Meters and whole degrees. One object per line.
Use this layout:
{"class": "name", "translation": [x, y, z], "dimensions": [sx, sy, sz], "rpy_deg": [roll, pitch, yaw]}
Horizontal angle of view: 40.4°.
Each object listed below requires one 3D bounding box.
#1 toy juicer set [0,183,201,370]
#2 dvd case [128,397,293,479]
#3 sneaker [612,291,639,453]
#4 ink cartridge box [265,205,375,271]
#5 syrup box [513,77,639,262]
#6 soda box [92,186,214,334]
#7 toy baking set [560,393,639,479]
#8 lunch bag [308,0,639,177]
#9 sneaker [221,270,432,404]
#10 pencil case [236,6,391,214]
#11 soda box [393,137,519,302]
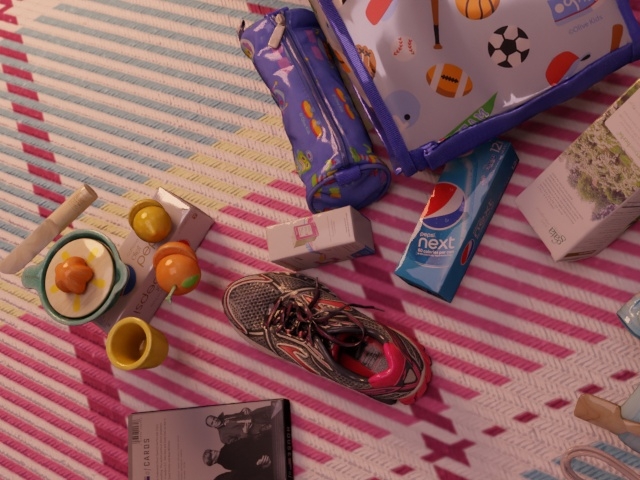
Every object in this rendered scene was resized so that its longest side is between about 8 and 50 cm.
{"class": "toy juicer set", "translation": [-0.308, 0.019, 1.192], "dimensions": [0.329, 0.089, 0.209], "rpy_deg": [29, 88, 26]}
{"class": "dvd case", "translation": [-0.151, 0.312, 1.164], "dimensions": [0.238, 0.029, 0.179], "rpy_deg": [-9, 73, 20]}
{"class": "sneaker", "translation": [0.410, 0.065, 0.947], "dimensions": [0.150, 0.135, 0.366], "rpy_deg": [18, 83, 20]}
{"class": "ink cartridge box", "translation": [0.000, 0.000, 1.156], "dimensions": [0.122, 0.088, 0.052], "rpy_deg": [-12, 74, 19]}
{"class": "syrup box", "translation": [0.342, -0.083, 0.984], "dimensions": [0.237, 0.096, 0.093], "rpy_deg": [-50, 59, 38]}
{"class": "soda box", "translation": [-0.249, 0.035, 1.255], "dimensions": [0.069, 0.074, 0.216], "rpy_deg": [33, 90, 26]}
{"class": "toy baking set", "translation": [0.359, 0.280, 0.906], "dimensions": [0.196, 0.030, 0.256], "rpy_deg": [-12, 97, 31]}
{"class": "lunch bag", "translation": [0.162, -0.300, 1.080], "dimensions": [0.328, 0.239, 0.385], "rpy_deg": [-28, 67, 5]}
{"class": "sneaker", "translation": [-0.001, 0.110, 1.114], "dimensions": [0.299, 0.112, 0.121], "rpy_deg": [19, 83, 26]}
{"class": "pencil case", "translation": [-0.011, -0.184, 1.188], "dimensions": [0.119, 0.133, 0.306], "rpy_deg": [-22, 69, -1]}
{"class": "soda box", "translation": [0.174, -0.032, 1.104], "dimensions": [0.067, 0.071, 0.210], "rpy_deg": [24, 86, 25]}
